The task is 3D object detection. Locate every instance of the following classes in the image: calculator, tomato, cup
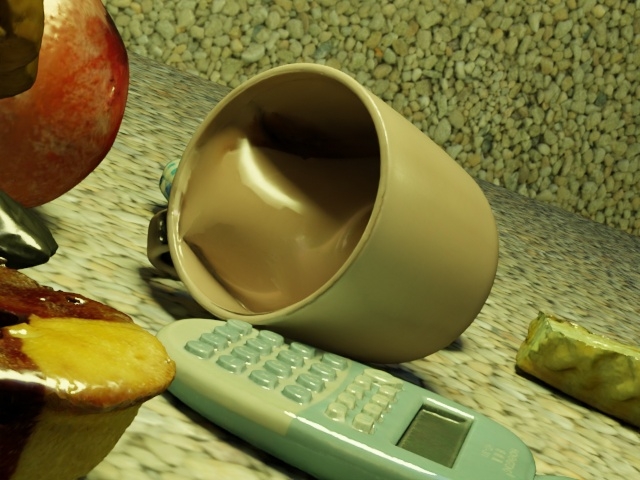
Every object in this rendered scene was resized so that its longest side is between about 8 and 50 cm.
[{"bbox_3d":[0.035,0.118,0.856,0.302,0.042,0.188,24,9,10],"label":"calculator"},{"bbox_3d":[-0.239,-0.126,1.041,0.184,0.208,0.208,-4,22,-27],"label":"tomato"},{"bbox_3d":[-0.005,-0.001,1.049,0.253,0.191,0.200,-13,-24,31],"label":"cup"}]

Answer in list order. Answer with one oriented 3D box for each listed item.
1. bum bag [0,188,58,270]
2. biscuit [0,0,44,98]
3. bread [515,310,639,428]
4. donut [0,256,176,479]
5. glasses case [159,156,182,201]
[{"bbox_3d":[-0.304,-0.039,0.776,0.340,0.095,0.144,18,-5,-32],"label":"bum bag"},{"bbox_3d":[-0.327,-0.136,0.665,0.359,0.074,0.381,3,-7,30],"label":"biscuit"},{"bbox_3d":[0.299,0.132,1.281,0.232,0.088,0.128,18,0,7],"label":"bread"},{"bbox_3d":[-0.165,0.057,0.631,0.184,0.073,0.166,12,15,-45],"label":"donut"},{"bbox_3d":[0.000,0.000,1.301,0.327,0.076,0.125,25,12,8],"label":"glasses case"}]
